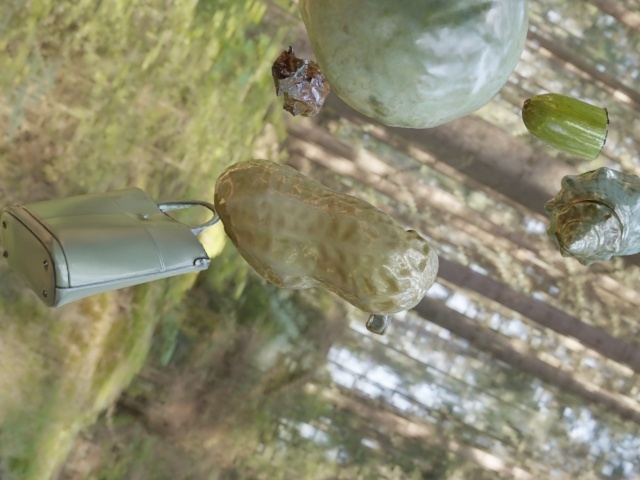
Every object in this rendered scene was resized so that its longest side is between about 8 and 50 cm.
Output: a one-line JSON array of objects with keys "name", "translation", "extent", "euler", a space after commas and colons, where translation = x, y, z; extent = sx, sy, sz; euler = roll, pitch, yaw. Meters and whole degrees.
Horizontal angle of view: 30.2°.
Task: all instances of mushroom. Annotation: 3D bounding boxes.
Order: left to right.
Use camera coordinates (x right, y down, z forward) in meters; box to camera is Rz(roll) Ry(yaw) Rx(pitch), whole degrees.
[{"name": "mushroom", "translation": [0.136, -0.335, 1.779], "extent": [0.352, 0.352, 0.260], "euler": [-68, -171, -15]}]

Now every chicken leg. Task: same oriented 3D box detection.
[{"name": "chicken leg", "translation": [-0.041, -0.286, 2.169], "extent": [0.304, 0.093, 0.113], "euler": [-12, 120, -82]}]

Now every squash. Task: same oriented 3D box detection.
[{"name": "squash", "translation": [0.508, -0.249, 2.495], "extent": [0.123, 0.187, 0.123], "euler": [-162, -90, -75]}]

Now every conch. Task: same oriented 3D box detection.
[{"name": "conch", "translation": [0.534, -0.059, 2.146], "extent": [0.386, 0.203, 0.169], "euler": [-36, 163, -38]}]

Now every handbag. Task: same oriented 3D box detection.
[{"name": "handbag", "translation": [-0.291, 0.000, 1.740], "extent": [0.241, 0.315, 0.109], "euler": [37, -54, 43]}]

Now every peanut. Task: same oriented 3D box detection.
[{"name": "peanut", "translation": [0.000, 0.000, 1.523], "extent": [0.152, 0.313, 0.152], "euler": [23, 90, -78]}]

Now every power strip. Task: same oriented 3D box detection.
[{"name": "power strip", "translation": [0.129, 0.072, 2.085], "extent": [0.305, 0.044, 0.064], "euler": [-65, 175, -60]}]
